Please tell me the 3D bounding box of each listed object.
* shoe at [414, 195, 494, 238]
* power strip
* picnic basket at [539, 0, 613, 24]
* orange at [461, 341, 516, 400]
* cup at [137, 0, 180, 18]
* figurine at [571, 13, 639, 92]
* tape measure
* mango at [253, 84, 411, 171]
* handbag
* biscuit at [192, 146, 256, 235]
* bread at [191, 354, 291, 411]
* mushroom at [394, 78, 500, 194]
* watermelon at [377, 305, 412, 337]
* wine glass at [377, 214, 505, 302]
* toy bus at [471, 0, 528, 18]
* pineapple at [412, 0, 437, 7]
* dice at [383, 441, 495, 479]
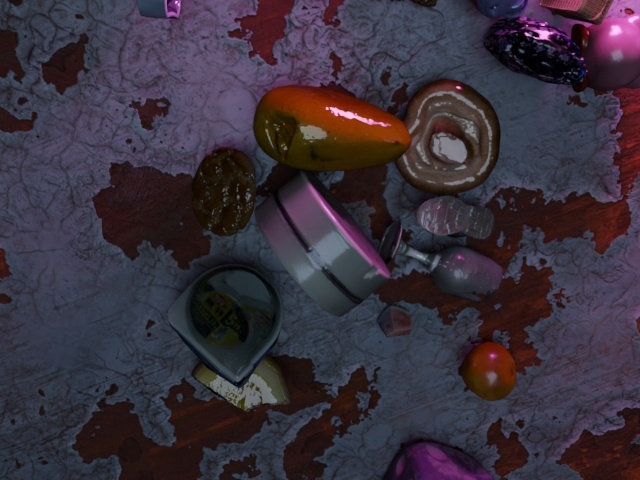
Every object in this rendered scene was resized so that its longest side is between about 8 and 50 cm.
[{"bbox_3d":[0.322,-0.060,1.782,0.228,0.125,0.099,10,94,-25],"label":"shoe"},{"bbox_3d":[0.000,0.000,1.676,0.161,0.357,0.357,-39,105,9],"label":"power strip"},{"bbox_3d":[0.595,-0.569,1.618,0.079,0.164,0.115,17,106,-25],"label":"picnic basket"},{"bbox_3d":[0.452,0.353,1.905,0.136,0.159,0.159,-3,111,33],"label":"orange"},{"bbox_3d":[-0.311,-0.651,1.459,0.257,0.311,0.331,-24,108,4],"label":"cup"},{"bbox_3d":[0.686,-0.438,1.664,0.173,0.173,0.173,-1,107,-3],"label":"figurine"},{"bbox_3d":[-0.220,0.196,1.760,0.259,0.138,0.262,41,78,7],"label":"tape measure"},{"bbox_3d":[0.028,-0.257,1.628,0.365,0.253,0.182,5,111,-2],"label":"mango"},{"bbox_3d":[0.498,-0.439,1.630,0.229,0.208,0.126,18,110,-11],"label":"handbag"},{"bbox_3d":[-0.236,-0.117,1.699,0.042,0.226,0.226,-1,114,-50],"label":"biscuit"},{"bbox_3d":[-0.193,0.360,1.868,0.261,0.158,0.156,33,85,1],"label":"bread"},{"bbox_3d":[0.302,-0.244,1.712,0.278,0.146,0.278,2,106,7],"label":"mushroom"},{"bbox_3d":[0.203,0.219,1.886,0.085,0.072,0.092,-17,104,-16],"label":"watermelon"},{"bbox_3d":[0.305,0.056,1.806,0.321,0.143,0.143,21,104,-9],"label":"wine glass"},{"bbox_3d":[0.412,-0.660,1.563,0.294,0.197,0.232,-46,73,4],"label":"toy bus"},{"bbox_3d":[0.197,-0.588,1.642,0.159,0.074,0.074,10,106,2],"label":"pineapple"},{"bbox_3d":[0.325,0.742,1.946,0.270,0.271,0.270,22,105,-10],"label":"dice"}]
